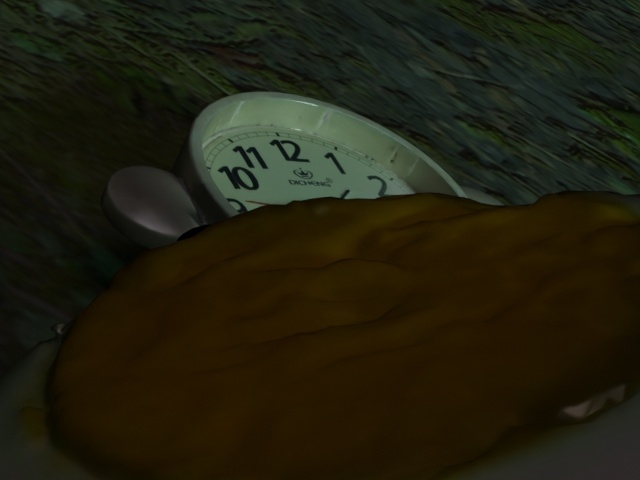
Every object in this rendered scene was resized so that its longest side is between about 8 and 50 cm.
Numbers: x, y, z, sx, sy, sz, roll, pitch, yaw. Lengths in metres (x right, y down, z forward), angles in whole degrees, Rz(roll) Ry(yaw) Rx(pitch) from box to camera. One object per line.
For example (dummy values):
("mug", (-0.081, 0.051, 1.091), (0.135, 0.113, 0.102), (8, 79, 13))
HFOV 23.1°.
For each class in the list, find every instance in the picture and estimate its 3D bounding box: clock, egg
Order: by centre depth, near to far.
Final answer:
("egg", (0.026, 0.103, 0.496), (0.286, 0.174, 0.264), (2, 28, 23))
("clock", (0.000, 0.000, 0.734), (0.229, 0.063, 0.155), (0, 42, -35))
